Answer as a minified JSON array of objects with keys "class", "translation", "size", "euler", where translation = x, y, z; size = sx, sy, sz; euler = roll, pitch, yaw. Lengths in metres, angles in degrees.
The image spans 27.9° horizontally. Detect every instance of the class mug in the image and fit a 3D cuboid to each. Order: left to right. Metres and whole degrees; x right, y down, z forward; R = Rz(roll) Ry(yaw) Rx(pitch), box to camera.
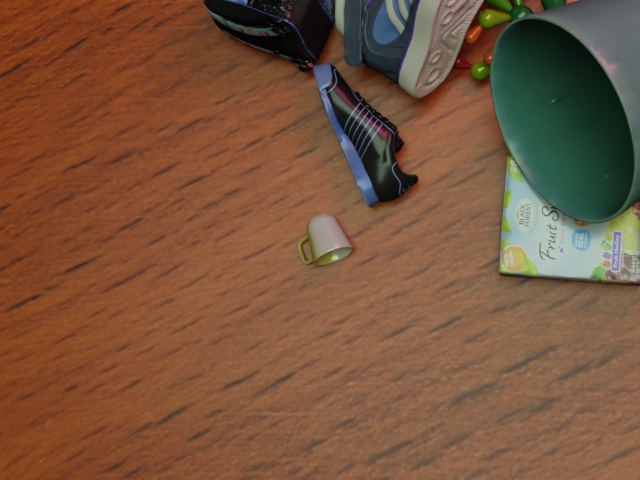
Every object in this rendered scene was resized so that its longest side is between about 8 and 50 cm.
[{"class":"mug","translation":[0.002,-0.002,1.926],"size":[0.078,0.062,0.064],"euler":[-21,73,0]}]

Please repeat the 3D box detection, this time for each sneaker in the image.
[{"class":"sneaker","translation":[0.067,-0.168,1.926],"size":[0.090,0.081,0.232],"euler":[-24,88,3]},{"class":"sneaker","translation":[0.115,-0.385,1.842],"size":[0.130,0.323,0.236],"euler":[-25,59,-38]}]

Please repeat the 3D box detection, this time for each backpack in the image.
[{"class":"backpack","translation":[-0.080,-0.348,1.933],"size":[0.173,0.158,0.117],"euler":[20,79,22]}]

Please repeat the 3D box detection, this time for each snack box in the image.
[{"class":"snack box","translation":[0.367,-0.028,1.863],"size":[0.207,0.070,0.174],"euler":[3,84,11]}]

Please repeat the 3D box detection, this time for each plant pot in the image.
[{"class":"plant pot","translation":[0.411,-0.203,1.732],"size":[0.235,0.293,0.293],"euler":[-26,80,-21]}]

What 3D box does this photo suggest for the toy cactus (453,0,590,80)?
[{"class":"toy cactus","translation":[0.311,-0.307,1.888],"size":[0.180,0.112,0.219],"euler":[37,95,7]}]
